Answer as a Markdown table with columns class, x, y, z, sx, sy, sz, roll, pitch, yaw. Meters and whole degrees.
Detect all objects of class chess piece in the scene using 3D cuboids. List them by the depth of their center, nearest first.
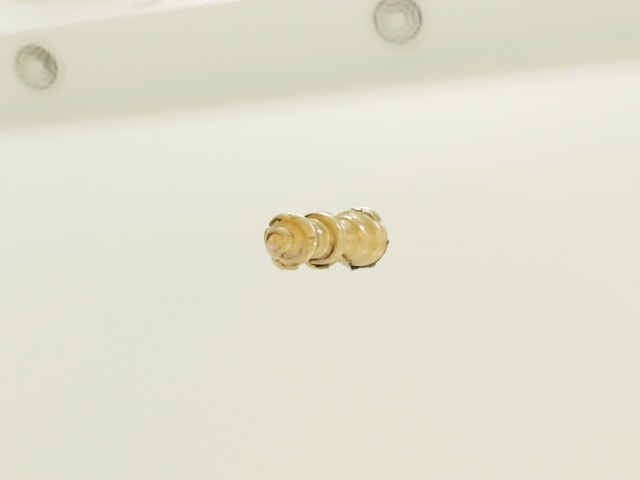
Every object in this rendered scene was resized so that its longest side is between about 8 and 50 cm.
| class | x | y | z | sx | sy | sz | roll | pitch | yaw |
| --- | --- | --- | --- | --- | --- | --- | --- | --- | --- |
| chess piece | 0.001 | 0.000 | 0.990 | 0.060 | 0.060 | 0.172 | 2 | -177 | 28 |
